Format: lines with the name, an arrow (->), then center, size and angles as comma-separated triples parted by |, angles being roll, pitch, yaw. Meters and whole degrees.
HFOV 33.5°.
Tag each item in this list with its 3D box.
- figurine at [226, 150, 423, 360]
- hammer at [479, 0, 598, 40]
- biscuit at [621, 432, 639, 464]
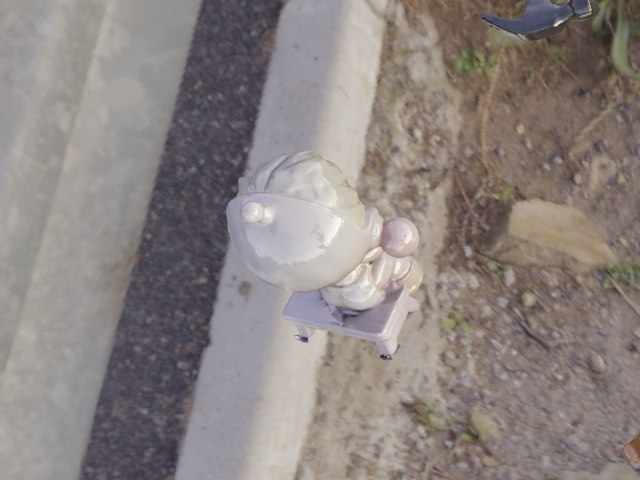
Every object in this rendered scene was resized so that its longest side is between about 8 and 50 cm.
figurine -> -0.009, 0.007, 1.009 | 0.144, 0.257, 0.182 | -50, 47, -7
hammer -> 0.143, -0.225, 0.742 | 0.078, 0.021, 0.201 | -17, 60, 32
biscuit -> 0.392, 0.162, 1.066 | 0.183, 0.280, 0.043 | -45, 62, 28
